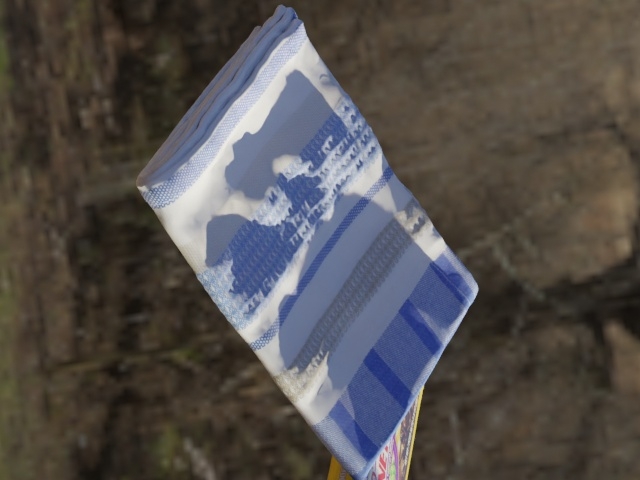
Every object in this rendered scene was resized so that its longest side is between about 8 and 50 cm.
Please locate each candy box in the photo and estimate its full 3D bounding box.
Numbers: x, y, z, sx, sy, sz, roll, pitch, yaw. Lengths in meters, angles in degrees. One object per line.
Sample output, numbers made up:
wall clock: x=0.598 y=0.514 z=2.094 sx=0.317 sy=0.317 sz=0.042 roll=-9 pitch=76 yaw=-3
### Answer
candy box: x=0.037 y=0.170 z=1.466 sx=0.105 sy=0.027 sz=0.206 roll=58 pitch=36 yaw=-49

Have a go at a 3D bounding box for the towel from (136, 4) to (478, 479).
towel: x=0.000 y=0.000 z=1.387 sx=0.285 sy=0.034 sz=0.209 roll=56 pitch=47 yaw=-23
